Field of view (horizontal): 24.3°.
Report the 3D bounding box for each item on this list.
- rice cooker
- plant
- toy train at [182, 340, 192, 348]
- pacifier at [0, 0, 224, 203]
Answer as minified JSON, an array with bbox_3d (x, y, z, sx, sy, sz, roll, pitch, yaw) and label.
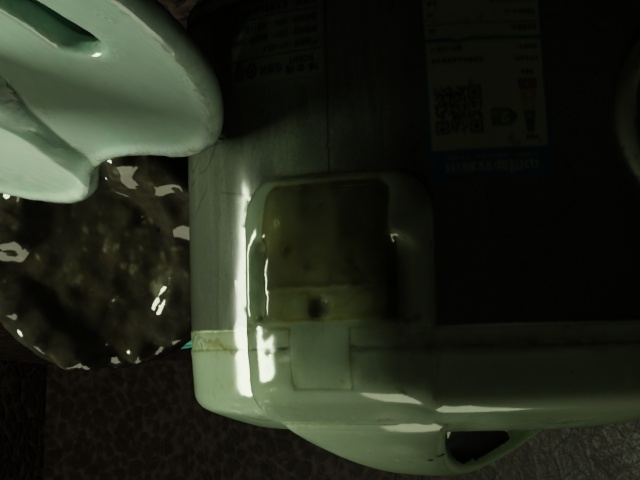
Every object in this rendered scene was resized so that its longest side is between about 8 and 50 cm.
[{"bbox_3d":[0.063,-0.016,0.783,0.288,0.277,0.288,-1,175,0],"label":"rice cooker"},{"bbox_3d":[-0.147,-0.019,1.106,0.198,0.189,0.276,-6,-170,1],"label":"plant"},{"bbox_3d":[-0.079,0.043,1.558,0.298,0.120,0.194,-13,178,-24],"label":"toy train"},{"bbox_3d":[-0.214,-0.053,0.688,0.288,0.269,0.343,29,156,-22],"label":"pacifier"}]
